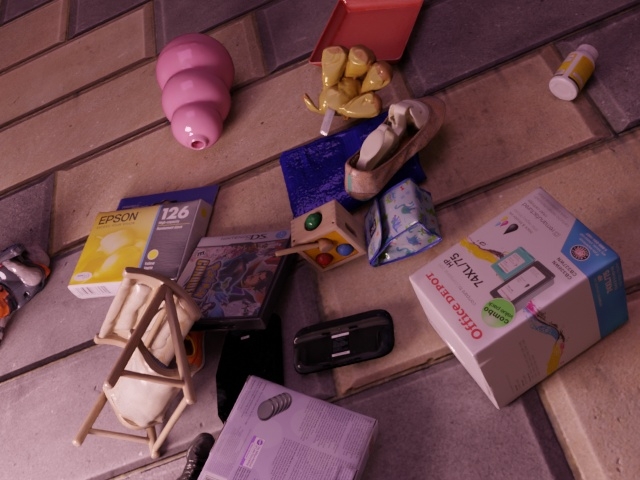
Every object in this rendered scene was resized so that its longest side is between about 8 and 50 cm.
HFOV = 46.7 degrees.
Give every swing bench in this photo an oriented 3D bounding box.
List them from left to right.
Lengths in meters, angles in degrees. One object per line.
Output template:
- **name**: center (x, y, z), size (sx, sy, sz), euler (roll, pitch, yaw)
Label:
- **swing bench**: center (-0.335, 0.230, 1.388), size (0.253, 0.165, 0.255), euler (126, 152, -43)

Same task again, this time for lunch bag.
- **lunch bag**: center (0.151, -0.031, 1.485), size (0.151, 0.096, 0.129), euler (-33, 42, 31)

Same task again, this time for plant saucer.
- **plant saucer**: center (0.129, -0.537, 1.918), size (0.259, 0.048, 0.258), euler (5, 57, 28)

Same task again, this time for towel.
- **towel**: center (0.061, -0.168, 1.642), size (0.308, 0.076, 0.228), euler (-23, 47, 8)

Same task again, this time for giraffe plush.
- **giraffe plush**: center (0.072, -0.339, 1.702), size (0.181, 0.170, 0.210), euler (37, 106, 6)

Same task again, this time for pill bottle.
- **pill bottle**: center (0.538, -0.357, 1.565), size (0.065, 0.065, 0.116), euler (24, 68, 37)

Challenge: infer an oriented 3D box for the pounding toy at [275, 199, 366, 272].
- **pounding toy**: center (0.000, 0.000, 1.486), size (0.130, 0.141, 0.100), euler (-25, 46, 25)

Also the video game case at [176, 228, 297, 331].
- **video game case**: center (-0.188, 0.080, 1.555), size (0.248, 0.035, 0.275), euler (-5, 39, 23)

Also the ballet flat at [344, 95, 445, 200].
- **ballet flat**: center (0.157, -0.216, 1.523), size (0.107, 0.106, 0.316), euler (23, 63, 31)

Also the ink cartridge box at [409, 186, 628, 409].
- **ink cartridge box**: center (0.327, 0.096, 1.223), size (0.270, 0.197, 0.198), euler (-35, 47, -2)

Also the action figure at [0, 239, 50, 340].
- **action figure**: center (-0.786, 0.141, 1.801), size (0.341, 0.178, 0.330), euler (-13, 37, 53)

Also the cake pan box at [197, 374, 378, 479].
- **cake pan box**: center (-0.060, 0.381, 1.228), size (0.245, 0.070, 0.267), euler (13, 55, 19)

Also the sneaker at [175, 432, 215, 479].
- **sneaker**: center (-0.223, 0.431, 1.303), size (0.170, 0.051, 0.089), euler (-63, 26, 1)

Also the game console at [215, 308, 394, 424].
- **game console**: center (-0.033, 0.223, 1.407), size (0.361, 0.044, 0.213), euler (-16, 51, 15)

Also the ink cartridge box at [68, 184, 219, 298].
- **ink cartridge box**: center (-0.415, -0.013, 1.761), size (0.303, 0.072, 0.307), euler (-6, 55, 23)

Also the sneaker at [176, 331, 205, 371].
- **sneaker**: center (-0.274, 0.190, 1.533), size (0.064, 0.067, 0.175), euler (-26, 46, 8)

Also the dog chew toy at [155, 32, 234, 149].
- **dog chew toy**: center (-0.321, -0.375, 1.919), size (0.206, 0.206, 0.332), euler (-16, 58, 14)
